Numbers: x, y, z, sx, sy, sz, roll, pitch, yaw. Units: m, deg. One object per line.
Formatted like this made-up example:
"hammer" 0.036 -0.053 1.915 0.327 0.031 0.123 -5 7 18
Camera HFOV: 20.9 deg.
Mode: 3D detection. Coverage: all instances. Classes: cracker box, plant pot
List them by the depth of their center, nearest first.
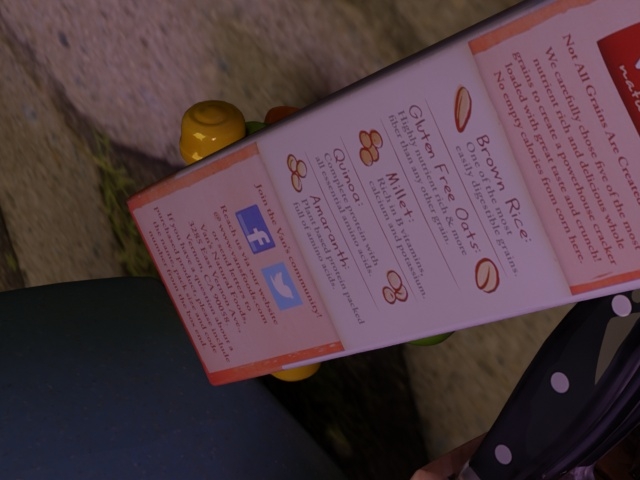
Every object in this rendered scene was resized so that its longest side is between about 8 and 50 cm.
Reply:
"cracker box" 0.071 -0.034 0.446 0.232 0.156 0.067 -20 96 57
"plant pot" -0.096 0.129 0.724 0.290 0.195 0.290 46 172 8

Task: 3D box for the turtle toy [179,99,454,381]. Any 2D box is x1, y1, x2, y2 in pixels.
"turtle toy" 0.000 0.000 0.651 0.130 0.066 0.095 36 139 33

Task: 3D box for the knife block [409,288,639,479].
"knife block" 0.055 0.115 0.511 0.088 0.276 0.242 47 174 23
